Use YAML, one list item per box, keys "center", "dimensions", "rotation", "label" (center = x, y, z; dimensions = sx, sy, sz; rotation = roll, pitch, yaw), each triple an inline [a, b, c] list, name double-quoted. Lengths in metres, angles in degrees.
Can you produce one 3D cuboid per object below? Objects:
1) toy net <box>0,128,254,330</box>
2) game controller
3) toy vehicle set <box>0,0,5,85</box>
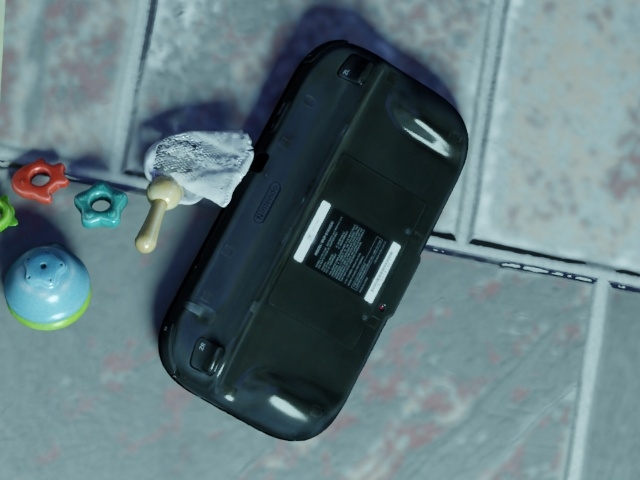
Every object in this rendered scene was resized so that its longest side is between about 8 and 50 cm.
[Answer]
- center: [-0.162, -0.029, 1.552]
  dimensions: [0.232, 0.045, 0.122]
  rotation: [-31, 65, -17]
  label: "toy net"
- center: [0.000, 0.000, 1.586]
  dimensions: [0.166, 0.067, 0.319]
  rotation: [33, 78, -24]
  label: "game controller"
- center: [-0.380, -0.140, 1.507]
  dimensions: [0.267, 0.035, 0.166]
  rotation: [5, 84, -14]
  label: "toy vehicle set"
